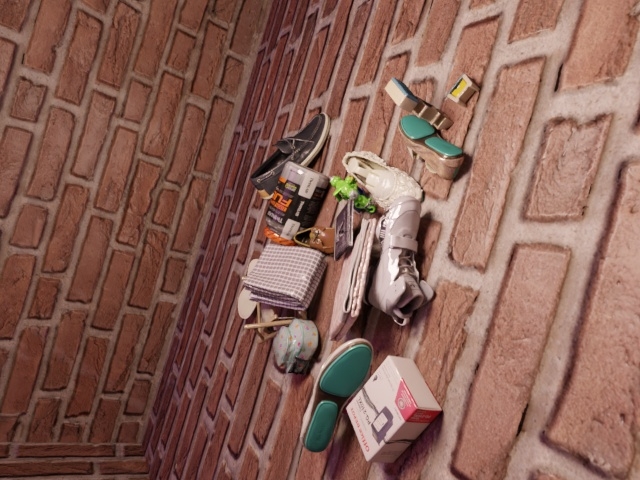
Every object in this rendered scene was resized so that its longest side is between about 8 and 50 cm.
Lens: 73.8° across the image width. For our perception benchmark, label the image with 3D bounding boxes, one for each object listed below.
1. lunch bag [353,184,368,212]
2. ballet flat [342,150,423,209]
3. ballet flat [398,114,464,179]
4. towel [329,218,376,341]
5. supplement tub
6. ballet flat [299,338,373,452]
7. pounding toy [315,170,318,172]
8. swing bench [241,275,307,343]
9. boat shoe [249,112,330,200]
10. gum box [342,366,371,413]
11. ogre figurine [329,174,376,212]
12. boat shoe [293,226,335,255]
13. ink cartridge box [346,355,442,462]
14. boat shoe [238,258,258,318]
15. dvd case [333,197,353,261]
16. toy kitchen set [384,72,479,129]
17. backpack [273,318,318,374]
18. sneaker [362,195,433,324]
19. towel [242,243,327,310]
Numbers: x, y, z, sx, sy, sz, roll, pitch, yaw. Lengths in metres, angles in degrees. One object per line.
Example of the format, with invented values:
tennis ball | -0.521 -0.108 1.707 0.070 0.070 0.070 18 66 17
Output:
lunch bag | 0.141 -0.161 1.588 0.065 0.067 0.098 -39 47 21
ballet flat | 0.188 -0.211 1.478 0.147 0.146 0.409 -63 33 16
ballet flat | 0.327 -0.284 1.322 0.316 0.107 0.106 -115 14 -49
towel | 0.096 0.132 1.372 0.317 0.053 0.332 107 178 -64
supplement tub | -0.114 -0.157 1.868 0.207 0.207 0.338 39 110 57
ballet flat | 0.033 0.451 1.307 0.139 0.139 0.401 41 112 57
pounding toy | -0.130 -0.245 2.030 0.183 0.110 0.237 31 102 58
swing bench | -0.180 0.260 1.785 0.254 0.165 0.253 -17 50 7
boat shoe | -0.139 -0.414 1.994 0.500 0.156 0.187 -49 32 -1
gum box | 0.098 0.462 1.364 0.107 0.062 0.189 -11 66 56
ogre figurine | 0.104 -0.168 1.490 0.096 0.118 0.197 -38 54 18
boat shoe | 0.000 0.000 1.704 0.307 0.104 0.111 -12 63 55
ink cartridge box | 0.192 0.465 1.172 0.237 0.100 0.172 -58 33 23
boat shoe | -0.329 0.244 2.138 0.109 0.091 0.305 16 92 22
dvd case | 0.080 -0.031 1.489 0.221 0.018 0.165 126 148 -70
toy kitchen set | 0.336 -0.458 1.281 0.166 0.207 0.122 -53 37 30
backpack | -0.093 0.394 1.633 0.188 0.144 0.166 -58 28 19
sneaker | 0.249 0.063 1.250 0.210 0.137 0.366 39 115 57
towel | -0.144 0.134 1.684 0.283 0.121 0.235 8 56 24
